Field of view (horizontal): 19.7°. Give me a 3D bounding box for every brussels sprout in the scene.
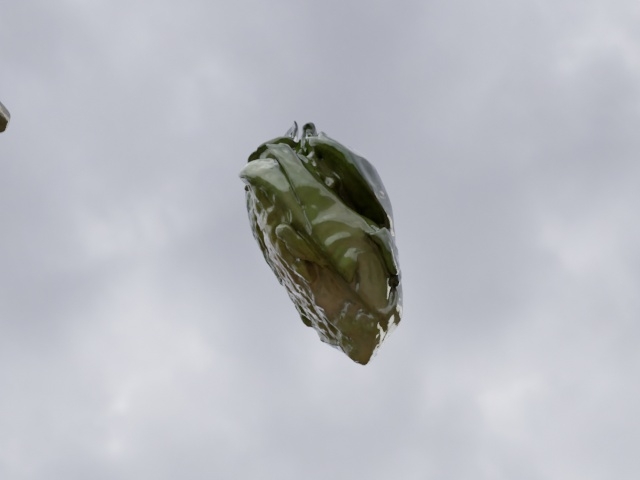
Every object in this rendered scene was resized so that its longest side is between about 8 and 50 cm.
[{"bbox_3d":[0.003,0.000,1.335,0.100,0.181,0.139,-34,-16,-27],"label":"brussels sprout"}]

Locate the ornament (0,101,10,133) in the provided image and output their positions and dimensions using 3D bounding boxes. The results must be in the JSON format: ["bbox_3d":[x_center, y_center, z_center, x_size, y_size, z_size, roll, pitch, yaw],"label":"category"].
[{"bbox_3d":[-0.327,-0.099,1.276,0.230,0.061,0.245,17,-15,-5],"label":"ornament"}]
